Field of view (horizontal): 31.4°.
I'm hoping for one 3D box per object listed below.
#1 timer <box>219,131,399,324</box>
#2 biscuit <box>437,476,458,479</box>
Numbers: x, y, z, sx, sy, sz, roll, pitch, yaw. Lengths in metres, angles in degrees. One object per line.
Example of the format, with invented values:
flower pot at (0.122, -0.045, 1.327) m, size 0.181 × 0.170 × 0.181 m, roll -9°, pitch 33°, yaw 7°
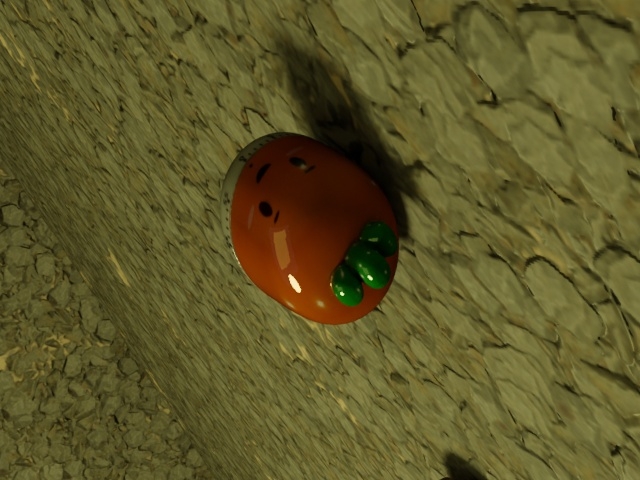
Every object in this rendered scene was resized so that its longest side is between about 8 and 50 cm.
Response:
timer at (0.000, 0.000, 0.719) m, size 0.136 × 0.099 × 0.136 m, roll 48°, pitch 175°, yaw 6°
biscuit at (0.188, 0.345, 0.961) m, size 0.339 × 0.047 × 0.216 m, roll 61°, pitch 156°, yaw -1°
